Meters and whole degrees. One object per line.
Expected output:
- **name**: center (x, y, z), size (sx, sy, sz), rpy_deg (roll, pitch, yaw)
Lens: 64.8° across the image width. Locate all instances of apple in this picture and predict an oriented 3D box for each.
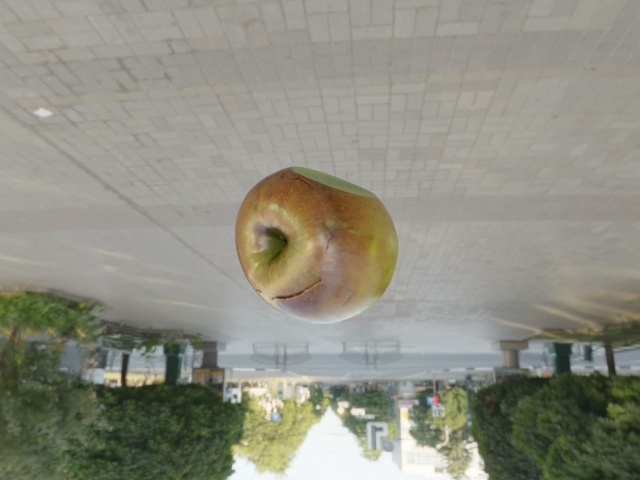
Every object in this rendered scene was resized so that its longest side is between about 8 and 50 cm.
- **apple**: center (-0.001, 0.006, 0.521), size (0.163, 0.146, 0.147), rpy_deg (27, -160, 36)
